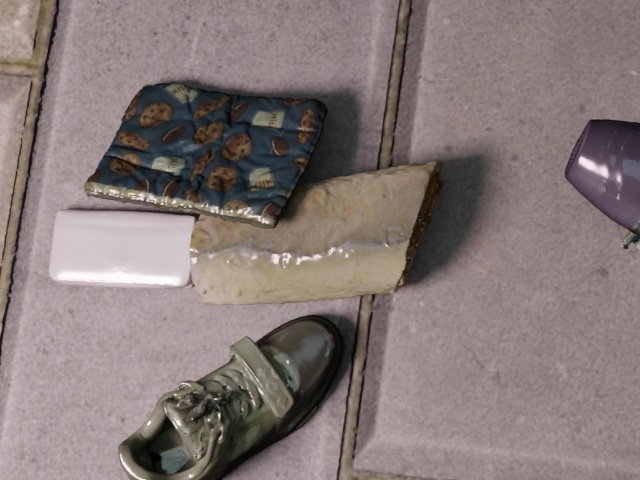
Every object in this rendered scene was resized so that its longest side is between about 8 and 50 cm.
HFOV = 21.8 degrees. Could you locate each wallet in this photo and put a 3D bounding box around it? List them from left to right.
[{"bbox_3d":[-0.230,0.011,1.971,0.190,0.033,0.095,4,82,12],"label":"wallet"}]

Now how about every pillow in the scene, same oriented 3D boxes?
[{"bbox_3d":[-0.129,-0.105,1.925,0.255,0.034,0.189,8,52,21],"label":"pillow"}]

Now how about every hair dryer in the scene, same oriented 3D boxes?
[{"bbox_3d":[0.460,-0.146,1.825,0.301,0.121,0.361,23,73,2],"label":"hair dryer"}]

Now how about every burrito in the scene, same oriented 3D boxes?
[{"bbox_3d":[0.000,-0.004,1.895,0.299,0.105,0.143,-8,74,11],"label":"burrito"}]

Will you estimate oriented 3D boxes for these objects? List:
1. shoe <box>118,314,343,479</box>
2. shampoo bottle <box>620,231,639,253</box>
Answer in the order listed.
[{"bbox_3d":[-0.102,0.187,1.854,0.293,0.149,0.109,-41,74,2],"label":"shoe"},{"bbox_3d":[0.417,0.056,1.821,0.204,0.065,0.065,44,90,15],"label":"shampoo bottle"}]
